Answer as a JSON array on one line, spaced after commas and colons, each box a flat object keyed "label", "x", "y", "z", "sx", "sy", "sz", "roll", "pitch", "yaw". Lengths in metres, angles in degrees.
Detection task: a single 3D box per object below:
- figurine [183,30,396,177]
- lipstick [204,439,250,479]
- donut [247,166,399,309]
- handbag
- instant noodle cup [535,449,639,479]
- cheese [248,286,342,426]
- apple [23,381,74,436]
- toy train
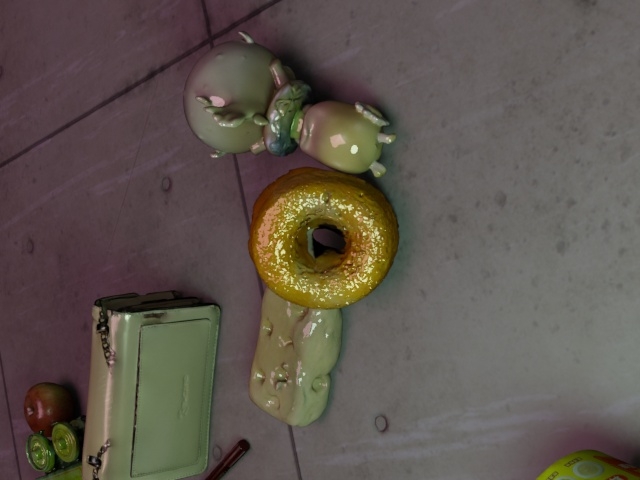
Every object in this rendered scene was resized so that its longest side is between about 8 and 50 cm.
[{"label": "figurine", "x": -0.064, "y": -0.198, "z": 1.762, "sx": 0.394, "sy": 0.274, "sz": 0.226, "roll": 23, "pitch": 112, "yaw": 22}, {"label": "lipstick", "x": -0.191, "y": 0.444, "z": 2.066, "sx": 0.176, "sy": 0.027, "sz": 0.027, "roll": -50, "pitch": 60, "yaw": 36}, {"label": "donut", "x": 0.002, "y": 0.001, "z": 1.726, "sx": 0.253, "sy": 0.118, "sz": 0.253, "roll": 2, "pitch": 104, "yaw": 8}, {"label": "handbag", "x": -0.342, "y": 0.287, "z": 2.054, "sx": 0.160, "sy": 0.237, "sz": 0.358, "roll": 14, "pitch": 102, "yaw": 41}, {"label": "instant noodle cup", "x": 0.387, "y": 0.415, "z": 1.341, "sx": 0.221, "sy": 0.311, "sz": 0.311, "roll": 28, "pitch": 112, "yaw": 48}, {"label": "cheese", "x": -0.047, "y": 0.192, "z": 1.864, "sx": 0.159, "sy": 0.093, "sz": 0.263, "roll": 24, "pitch": 109, "yaw": 39}, {"label": "apple", "x": -0.619, "y": 0.386, "z": 2.418, "sx": 0.126, "sy": 0.102, "sz": 0.126, "roll": 1, "pitch": 91, "yaw": 54}, {"label": "toy train", "x": -0.521, "y": 0.478, "z": 2.298, "sx": 0.272, "sy": 0.159, "sz": 0.188, "roll": -25, "pitch": 82, "yaw": 42}]
